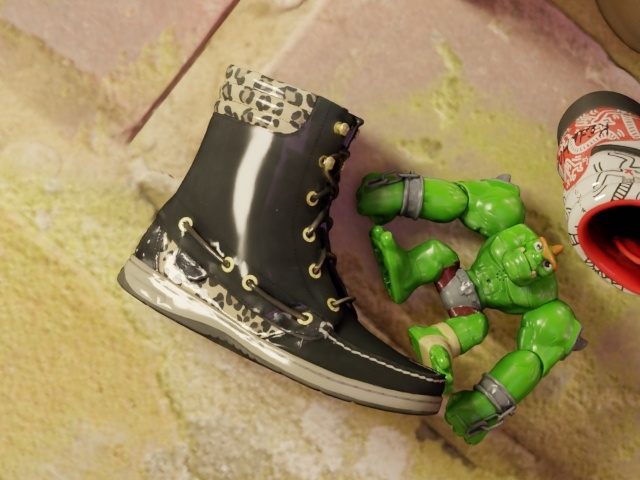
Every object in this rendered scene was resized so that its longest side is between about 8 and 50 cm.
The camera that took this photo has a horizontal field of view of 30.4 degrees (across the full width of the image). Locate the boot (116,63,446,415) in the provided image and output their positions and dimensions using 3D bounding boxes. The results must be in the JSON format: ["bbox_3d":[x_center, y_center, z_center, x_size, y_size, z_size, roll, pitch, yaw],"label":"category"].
[{"bbox_3d":[-0.001,-0.001,0.785,0.236,0.085,0.178,24,90,13],"label":"boot"}]

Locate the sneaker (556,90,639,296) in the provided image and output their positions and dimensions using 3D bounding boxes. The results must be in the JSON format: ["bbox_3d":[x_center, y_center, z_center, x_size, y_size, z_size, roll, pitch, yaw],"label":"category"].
[{"bbox_3d":[0.285,0.007,0.840,0.270,0.145,0.090,28,128,-12],"label":"sneaker"}]

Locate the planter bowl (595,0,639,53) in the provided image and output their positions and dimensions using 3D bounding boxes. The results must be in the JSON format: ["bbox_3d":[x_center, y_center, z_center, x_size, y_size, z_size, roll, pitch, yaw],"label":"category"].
[{"bbox_3d":[0.288,-0.206,0.835,0.162,0.109,0.162,-2,99,-13],"label":"planter bowl"}]

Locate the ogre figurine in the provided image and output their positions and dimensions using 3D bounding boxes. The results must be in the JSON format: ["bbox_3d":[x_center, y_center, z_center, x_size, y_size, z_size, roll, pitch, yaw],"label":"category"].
[{"bbox_3d":[0.111,0.031,0.841,0.118,0.097,0.197,-22,62,-10],"label":"ogre figurine"}]
